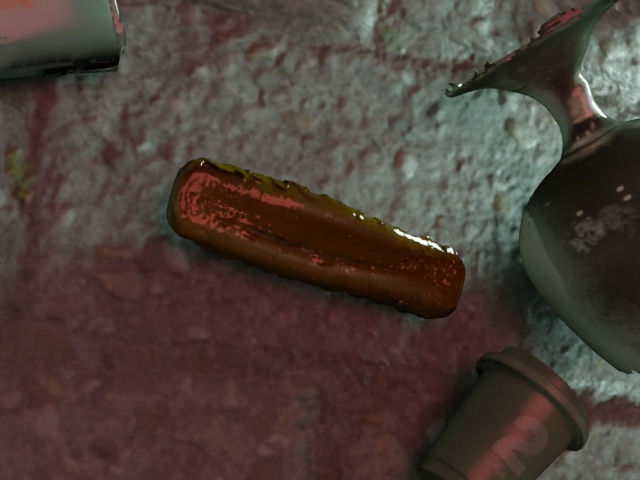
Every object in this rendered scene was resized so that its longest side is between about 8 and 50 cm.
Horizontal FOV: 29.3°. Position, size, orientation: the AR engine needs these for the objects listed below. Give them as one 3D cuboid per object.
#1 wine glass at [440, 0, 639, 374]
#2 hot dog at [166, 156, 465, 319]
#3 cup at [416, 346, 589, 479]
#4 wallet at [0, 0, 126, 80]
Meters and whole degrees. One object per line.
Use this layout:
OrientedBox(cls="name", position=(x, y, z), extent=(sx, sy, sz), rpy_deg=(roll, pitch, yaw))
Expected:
OrientedBox(cls="wine glass", position=(0.274, -0.053, 1.135), extent=(0.238, 0.238, 0.323), rpy_deg=(-29, 92, -30))
OrientedBox(cls="hot dog", position=(0.000, 0.001, 1.073), extent=(0.289, 0.068, 0.083), rpy_deg=(20, 91, -25))
OrientedBox(cls="cup", position=(0.155, 0.175, 1.081), extent=(0.141, 0.120, 0.120), rpy_deg=(-43, 97, -16))
OrientedBox(cls="wallet", position=(-0.294, -0.209, 0.980), extent=(0.250, 0.075, 0.176), rpy_deg=(-10, 84, -29))
